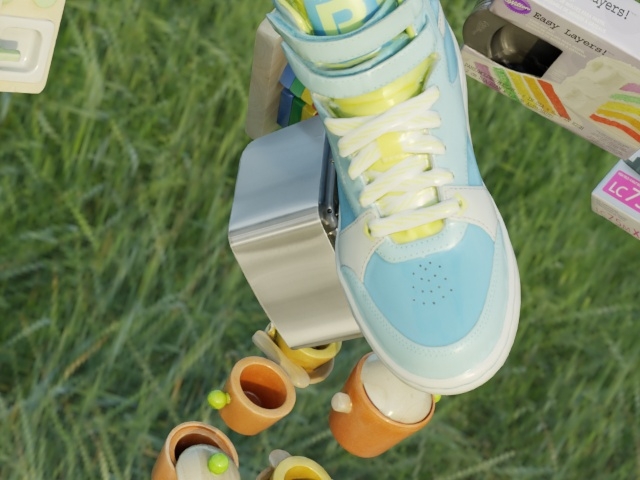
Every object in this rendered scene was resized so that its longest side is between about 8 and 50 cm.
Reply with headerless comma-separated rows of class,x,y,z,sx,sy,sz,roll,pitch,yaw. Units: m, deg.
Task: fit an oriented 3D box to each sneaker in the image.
sneaker,0.040,-0.069,0.919,0.127,0.208,0.319,-17,60,10

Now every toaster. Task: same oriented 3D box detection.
toaster,0.000,0.000,1.332,0.110,0.168,0.185,-16,38,18

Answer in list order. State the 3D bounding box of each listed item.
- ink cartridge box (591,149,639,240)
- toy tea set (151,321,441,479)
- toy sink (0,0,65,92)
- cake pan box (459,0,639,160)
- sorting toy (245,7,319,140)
ink cartridge box,0.554,-0.116,2.005,0.186,0.065,0.311,36,71,26
toy tea set,-0.016,0.174,1.392,0.200,0.124,0.336,42,41,4
toy sink,-0.403,-0.271,1.713,0.131,0.152,0.234,-1,26,-39
cake pan box,0.298,-0.215,1.635,0.267,0.246,0.070,29,71,-2
sorting toy,0.039,-0.227,1.497,0.089,0.255,0.257,38,71,8
